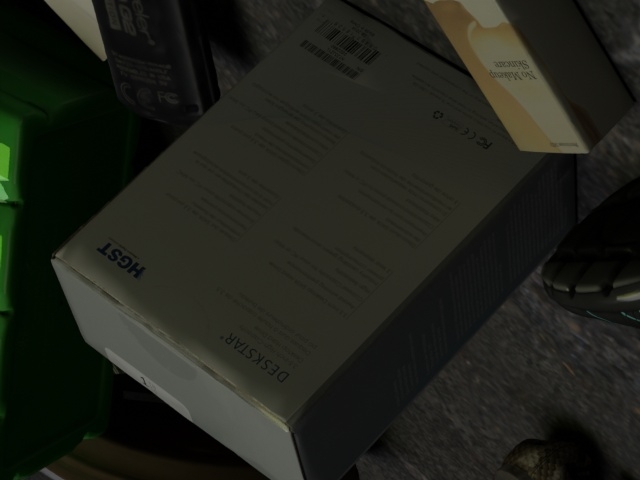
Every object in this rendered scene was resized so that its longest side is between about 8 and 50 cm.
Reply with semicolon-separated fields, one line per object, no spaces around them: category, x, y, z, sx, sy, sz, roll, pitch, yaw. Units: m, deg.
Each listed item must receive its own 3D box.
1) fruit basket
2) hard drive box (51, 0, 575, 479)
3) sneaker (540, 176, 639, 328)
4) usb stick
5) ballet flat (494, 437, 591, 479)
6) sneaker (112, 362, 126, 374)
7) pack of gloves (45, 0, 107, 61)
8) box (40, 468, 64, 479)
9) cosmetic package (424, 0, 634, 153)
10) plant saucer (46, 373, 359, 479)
fruit basket;-0.347;-0.007;1.439;0.392;0.283;0.392;7;106;25
hard drive box;0.000;0.000;1.071;0.181;0.232;0.089;34;156;28
sneaker;0.206;0.027;0.928;0.106;0.101;0.267;50;159;-19
usb stick;-0.113;-0.179;1.166;0.077;0.045;0.278;15;142;21
ballet flat;0.163;0.198;1.389;0.084;0.058;0.250;37;162;23
sneaker;-0.282;0.082;1.854;0.343;0.146;0.134;46;159;-3
pack of gloves;-0.166;-0.239;1.232;0.232;0.046;0.195;47;147;-12
box;-0.275;0.209;2.122;0.290;0.087;0.169;24;159;44
cosmetic package;0.101;-0.100;0.969;0.115;0.041;0.060;54;157;-22
plant saucer;-0.102;0.163;1.595;0.278;0.278;0.041;22;107;46
